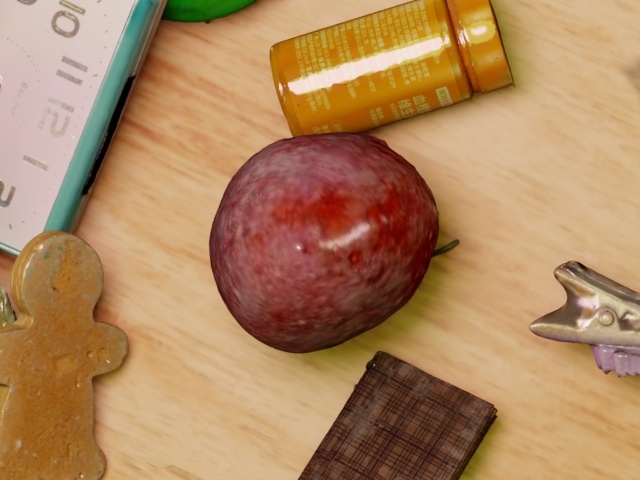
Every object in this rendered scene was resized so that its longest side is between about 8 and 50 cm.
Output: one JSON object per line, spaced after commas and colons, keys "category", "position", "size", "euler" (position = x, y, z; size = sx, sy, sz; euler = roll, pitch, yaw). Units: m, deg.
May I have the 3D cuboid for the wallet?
{"category": "wallet", "position": [0.041, 0.208, 1.632], "size": [0.124, 0.042, 0.230], "euler": [25, 65, 20]}

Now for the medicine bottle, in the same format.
{"category": "medicine bottle", "position": [0.060, -0.148, 1.678], "size": [0.192, 0.096, 0.096], "euler": [-16, 82, 7]}

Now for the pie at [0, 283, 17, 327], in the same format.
{"category": "pie", "position": [-0.393, 0.089, 1.702], "size": [0.306, 0.071, 0.306], "euler": [4, 109, 11]}

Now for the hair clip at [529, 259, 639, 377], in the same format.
{"category": "hair clip", "position": [0.317, 0.083, 1.609], "size": [0.292, 0.106, 0.085], "euler": [12, 99, 7]}

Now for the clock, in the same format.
{"category": "clock", "position": [-0.275, -0.142, 1.710], "size": [0.231, 0.116, 0.262], "euler": [25, 106, 6]}

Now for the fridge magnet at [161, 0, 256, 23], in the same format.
{"category": "fridge magnet", "position": [-0.110, -0.290, 1.723], "size": [0.208, 0.088, 0.208], "euler": [-1, 84, 8]}

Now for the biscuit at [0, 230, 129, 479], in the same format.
{"category": "biscuit", "position": [-0.231, 0.107, 1.679], "size": [0.030, 0.153, 0.234], "euler": [13, 102, 45]}

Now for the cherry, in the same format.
{"category": "cherry", "position": [0.000, 0.000, 1.597], "size": [0.192, 0.249, 0.175], "euler": [-15, 91, 10]}
